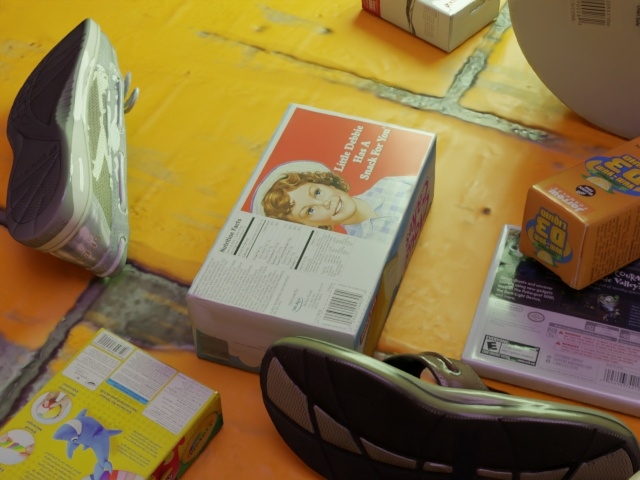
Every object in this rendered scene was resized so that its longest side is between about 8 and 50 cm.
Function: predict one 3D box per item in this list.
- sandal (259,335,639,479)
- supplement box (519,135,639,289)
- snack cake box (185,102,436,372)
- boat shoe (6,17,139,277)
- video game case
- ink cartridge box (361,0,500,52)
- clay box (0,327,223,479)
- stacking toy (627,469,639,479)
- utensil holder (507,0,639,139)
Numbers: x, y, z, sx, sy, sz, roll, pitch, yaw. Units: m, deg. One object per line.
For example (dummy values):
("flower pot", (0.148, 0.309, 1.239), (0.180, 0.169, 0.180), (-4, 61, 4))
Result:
("sandal", (0.098, 0.144, 0.896), (0.302, 0.120, 0.086), (14, 30, 5))
("supplement box", (0.295, -0.041, 1.053), (0.233, 0.080, 0.078), (-26, 44, -28))
("snack cake box", (0.000, 0.000, 1.032), (0.152, 0.089, 0.264), (13, 48, 15))
("boat shoe", (-0.238, -0.099, 1.127), (0.118, 0.103, 0.320), (-36, 40, 21))
("video game case", (0.237, 0.070, 1.010), (0.190, 0.022, 0.173), (13, 49, 14))
("ink cartridge box", (0.129, -0.287, 1.318), (0.135, 0.056, 0.099), (34, 57, 29))
("clay box", (-0.192, 0.182, 0.889), (0.127, 0.053, 0.222), (26, 54, 22))
("stacking toy", (0.383, 0.304, 0.595), (0.350, 0.350, 0.480), (-22, 86, -18))
("utensil holder", (0.411, -0.329, 1.178), (0.327, 0.328, 0.385), (22, 53, 20))
